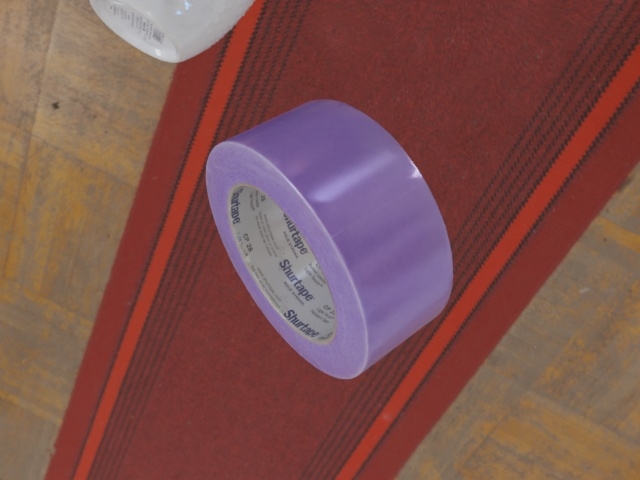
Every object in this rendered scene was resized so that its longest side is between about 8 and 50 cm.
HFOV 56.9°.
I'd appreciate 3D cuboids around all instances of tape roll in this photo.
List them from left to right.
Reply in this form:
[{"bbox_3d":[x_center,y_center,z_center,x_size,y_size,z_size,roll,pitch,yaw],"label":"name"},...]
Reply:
[{"bbox_3d":[0.000,0.000,0.434,0.189,0.080,0.189,42,149,33],"label":"tape roll"}]

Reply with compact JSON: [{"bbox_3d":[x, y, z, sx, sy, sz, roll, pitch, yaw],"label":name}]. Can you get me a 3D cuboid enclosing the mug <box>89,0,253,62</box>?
[{"bbox_3d":[-0.198,-0.475,0.936,0.276,0.374,0.328,33,79,-29],"label":"mug"}]
